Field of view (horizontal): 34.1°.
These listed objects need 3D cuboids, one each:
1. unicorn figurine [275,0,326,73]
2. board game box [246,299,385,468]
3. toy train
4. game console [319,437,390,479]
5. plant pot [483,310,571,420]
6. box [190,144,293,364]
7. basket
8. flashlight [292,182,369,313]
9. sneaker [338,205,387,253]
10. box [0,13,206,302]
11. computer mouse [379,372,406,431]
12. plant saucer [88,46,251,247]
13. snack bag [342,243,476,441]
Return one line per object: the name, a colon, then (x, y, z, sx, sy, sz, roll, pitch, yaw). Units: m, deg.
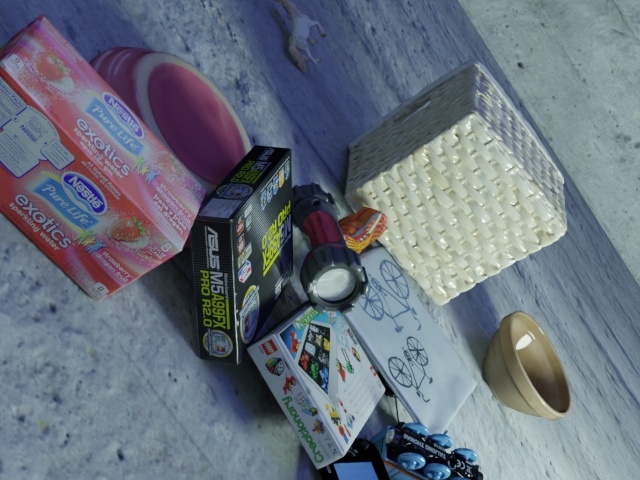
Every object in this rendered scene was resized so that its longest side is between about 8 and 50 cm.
unicorn figurine: (-0.041, -0.427, 2.128, 0.111, 0.060, 0.162, 37, 35, -39)
board game box: (0.003, 0.194, 1.546, 0.193, 0.053, 0.305, 60, 17, 0)
toy train: (0.164, 0.350, 1.629, 0.184, 0.105, 0.080, 29, 47, -19)
game console: (0.070, 0.416, 1.415, 0.213, 0.044, 0.361, 11, 37, -31)
plant pot: (0.416, 0.275, 2.174, 0.237, 0.109, 0.237, 40, 33, -33)
box: (-0.103, 0.012, 1.466, 0.270, 0.060, 0.216, -58, 150, -61)
basket: (0.261, -0.103, 2.015, 0.331, 0.328, 0.266, 48, 25, -19)
flashlight: (0.000, 0.000, 1.670, 0.304, 0.103, 0.103, -110, -158, -58)
sneaker: (0.046, -0.006, 1.855, 0.175, 0.067, 0.064, -31, 128, -42)
box: (-0.299, -0.095, 1.252, 0.300, 0.154, 0.142, 48, 29, -22)
computer mouse: (0.144, 0.298, 1.756, 0.071, 0.041, 0.242, 28, 41, -46)
plant saucer: (-0.208, -0.151, 1.541, 0.332, 0.084, 0.332, 40, 33, -33)
snack bag: (0.147, 0.178, 1.850, 0.342, 0.037, 0.323, 55, 24, 2)
